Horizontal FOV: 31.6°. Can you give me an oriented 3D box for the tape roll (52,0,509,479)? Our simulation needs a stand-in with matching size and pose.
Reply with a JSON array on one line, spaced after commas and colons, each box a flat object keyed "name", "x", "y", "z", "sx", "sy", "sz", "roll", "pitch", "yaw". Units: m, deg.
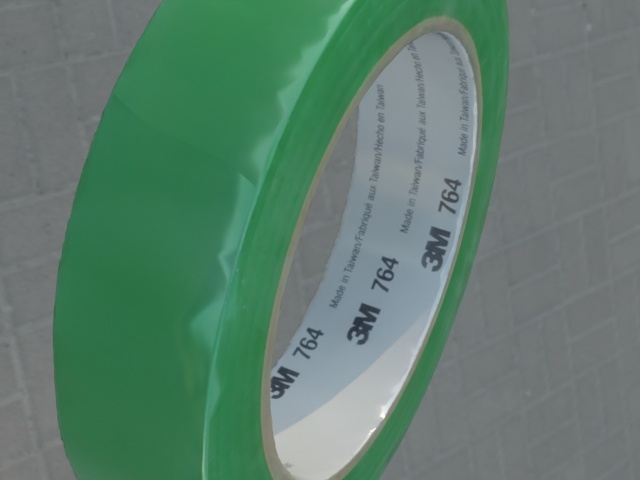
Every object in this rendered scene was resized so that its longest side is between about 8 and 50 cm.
[{"name": "tape roll", "x": 0.000, "y": 0.000, "z": 0.555, "sx": 0.321, "sy": 0.077, "sz": 0.321, "roll": -48, "pitch": 148, "yaw": -44}]
